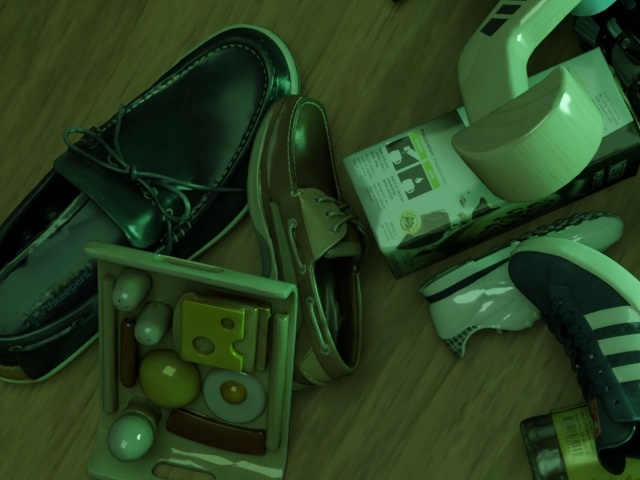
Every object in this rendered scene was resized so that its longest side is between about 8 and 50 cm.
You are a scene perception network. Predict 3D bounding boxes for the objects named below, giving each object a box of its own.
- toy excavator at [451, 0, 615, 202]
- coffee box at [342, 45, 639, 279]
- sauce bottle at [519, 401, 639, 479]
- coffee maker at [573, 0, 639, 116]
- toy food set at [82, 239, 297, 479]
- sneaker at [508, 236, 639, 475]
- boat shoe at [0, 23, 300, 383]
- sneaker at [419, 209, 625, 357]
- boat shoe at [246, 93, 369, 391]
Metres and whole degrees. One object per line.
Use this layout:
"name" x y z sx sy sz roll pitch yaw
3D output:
"toy excavator" 0.234 -0.276 1.750 0.445 0.222 0.433 -49 37 -2
"coffee box" 0.188 -0.079 1.840 0.297 0.168 0.119 -24 77 3
"sauce bottle" 0.387 0.200 1.790 0.344 0.111 0.111 -14 78 6
"coffee maker" 0.377 -0.226 1.834 0.171 0.120 0.178 -25 39 1
"toy food set" -0.145 0.149 1.805 0.219 0.306 0.092 12 36 10
"sneaker" 0.295 0.138 1.705 0.148 0.131 0.350 -41 62 -16
"boat shoe" -0.212 -0.046 1.894 0.187 0.156 0.500 43 86 14
"sneaker" 0.229 0.042 1.864 0.235 0.090 0.095 -25 90 6
"boat shoe" 0.000 0.000 1.860 0.116 0.123 0.324 -6 87 38
